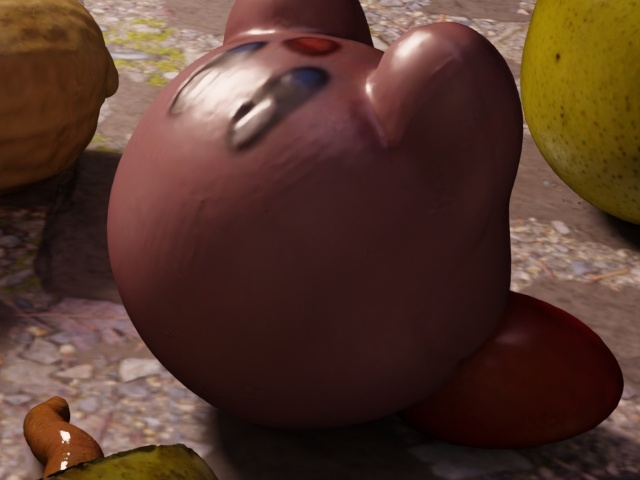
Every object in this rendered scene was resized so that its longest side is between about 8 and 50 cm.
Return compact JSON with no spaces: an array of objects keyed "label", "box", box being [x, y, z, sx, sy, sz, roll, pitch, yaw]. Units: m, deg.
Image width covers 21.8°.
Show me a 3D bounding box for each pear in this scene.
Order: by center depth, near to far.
[{"label":"pear","box":[0.285,-0.131,1.182,0.294,0.294,0.294,6,26,-3]}]

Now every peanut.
[{"label":"peanut","box":[-0.256,-0.090,1.085,0.340,0.158,0.174,-13,3,-43]}]

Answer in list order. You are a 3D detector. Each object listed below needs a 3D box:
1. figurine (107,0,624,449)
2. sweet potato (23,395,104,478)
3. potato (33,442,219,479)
[{"label":"figurine","box":[-0.002,0.008,0.910,0.211,0.261,0.269,-37,45,-18]},{"label":"sweet potato","box":[-0.122,0.119,0.812,0.044,0.044,0.179,-2,30,-18]},{"label":"potato","box":[-0.096,0.143,0.715,0.119,0.054,0.198,45,37,17]}]
